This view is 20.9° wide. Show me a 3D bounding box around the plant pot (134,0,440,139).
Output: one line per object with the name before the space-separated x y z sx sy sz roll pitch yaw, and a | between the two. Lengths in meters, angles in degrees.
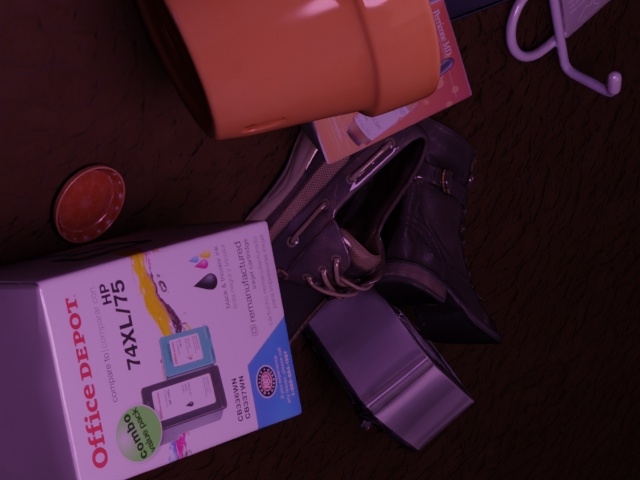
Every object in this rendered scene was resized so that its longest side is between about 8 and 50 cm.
plant pot | -0.048 -0.220 1.564 0.203 0.291 0.291 -27 138 -9

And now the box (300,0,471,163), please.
box | 0.050 -0.182 1.786 0.170 0.091 0.130 -27 128 -6

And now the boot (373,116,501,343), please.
boot | 0.156 -0.011 2.041 0.263 0.091 0.229 41 53 -50

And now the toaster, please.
toaster | 0.081 0.154 2.059 0.110 0.185 0.168 -40 144 6

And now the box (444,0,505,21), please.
box | 0.144 -0.349 1.851 0.183 0.059 0.232 -25 134 -38

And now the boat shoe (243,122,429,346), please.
boat shoe | 0.000 0.000 1.893 0.132 0.130 0.355 11 108 -52

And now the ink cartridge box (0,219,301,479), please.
ink cartridge box | -0.193 0.105 1.638 0.270 0.197 0.198 -17 99 -42

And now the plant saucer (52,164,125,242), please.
plant saucer | -0.228 -0.037 1.698 0.083 0.013 0.083 -29 136 -32

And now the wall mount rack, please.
wall mount rack | 0.372 -0.349 2.058 0.350 0.130 0.304 -42 142 -21
